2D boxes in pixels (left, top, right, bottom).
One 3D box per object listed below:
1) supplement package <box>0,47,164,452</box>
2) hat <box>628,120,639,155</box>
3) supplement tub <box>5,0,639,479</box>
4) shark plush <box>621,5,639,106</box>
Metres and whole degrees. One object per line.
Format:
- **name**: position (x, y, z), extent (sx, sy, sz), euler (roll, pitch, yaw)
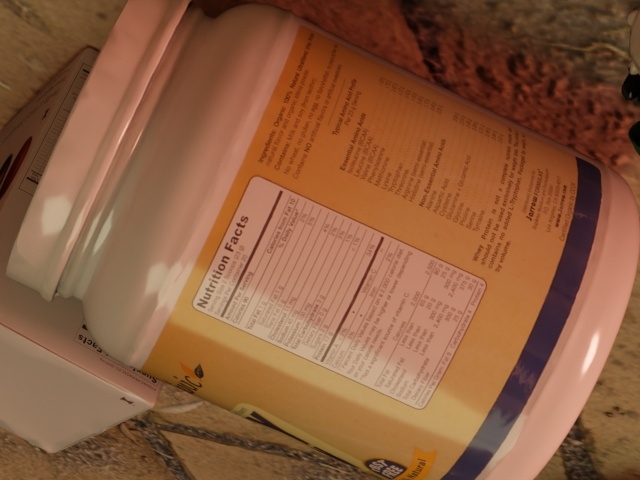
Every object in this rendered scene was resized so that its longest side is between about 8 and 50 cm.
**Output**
- **supplement package**: position (-0.177, 0.013, 1.105), extent (0.149, 0.203, 0.194), euler (31, 151, -18)
- **hat**: position (0.260, -0.112, 0.744), extent (0.208, 0.173, 0.183), euler (23, 117, 37)
- **supplement tub**: position (0.000, 0.000, 0.925), extent (0.316, 0.228, 0.228), euler (25, 153, -6)
- **shark plush**: position (0.195, -0.097, 0.805), extent (0.067, 0.073, 0.161), euler (-5, 151, -14)
